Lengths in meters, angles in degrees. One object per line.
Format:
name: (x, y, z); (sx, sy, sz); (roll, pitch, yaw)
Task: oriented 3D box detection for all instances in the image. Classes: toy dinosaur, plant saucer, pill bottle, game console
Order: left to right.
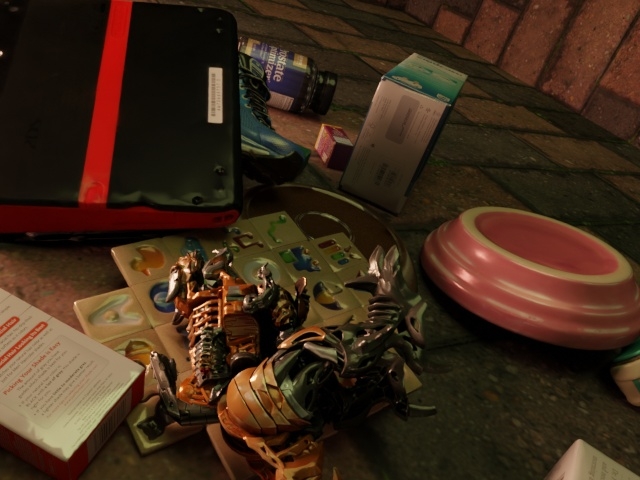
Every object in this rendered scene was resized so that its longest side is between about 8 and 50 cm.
game console: (-0.275, -0.175, 0.731); (0.342, 0.060, 0.386); (1, 56, -12)
pill bottle: (-0.081, -0.344, 1.233); (0.219, 0.122, 0.122); (14, 31, -12)
toy dinosaur: (-0.019, 0.126, 0.497); (0.219, 0.164, 0.321); (-20, 73, -22)
plant saucer: (0.000, 0.000, 0.807); (0.311, 0.050, 0.310); (16, 32, -10)
plant saucer: (0.321, 0.034, 0.864); (0.333, 0.084, 0.332); (11, 24, -5)

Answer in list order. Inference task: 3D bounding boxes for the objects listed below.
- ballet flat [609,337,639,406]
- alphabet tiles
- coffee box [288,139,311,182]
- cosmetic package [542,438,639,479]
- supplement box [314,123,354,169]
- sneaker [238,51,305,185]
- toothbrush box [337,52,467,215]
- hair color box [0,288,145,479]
ballet flat: (0.481, 0.166, 0.825); (0.086, 0.086, 0.249); (39, 36, 28)
alphabet tiles: (-0.059, 0.083, 0.612); (0.343, 0.011, 0.285); (-15, 53, -36)
coffee box: (-0.119, -0.159, 0.992); (0.184, 0.040, 0.113); (24, 31, 5)
cosmetic package: (0.212, 0.275, 0.390); (0.184, 0.151, 0.151); (32, 32, 19)
supplement box: (0.026, -0.180, 1.103); (0.043, 0.054, 0.083); (7, 34, -24)
sneaker: (-0.130, -0.206, 0.848); (0.330, 0.147, 0.130); (42, -1, 31)
toothbrush box: (0.161, -0.210, 1.079); (0.126, 0.216, 0.295); (26, 29, 6)
hair color box: (-0.238, 0.109, 0.460); (0.167, 0.053, 0.093); (27, 44, 7)
